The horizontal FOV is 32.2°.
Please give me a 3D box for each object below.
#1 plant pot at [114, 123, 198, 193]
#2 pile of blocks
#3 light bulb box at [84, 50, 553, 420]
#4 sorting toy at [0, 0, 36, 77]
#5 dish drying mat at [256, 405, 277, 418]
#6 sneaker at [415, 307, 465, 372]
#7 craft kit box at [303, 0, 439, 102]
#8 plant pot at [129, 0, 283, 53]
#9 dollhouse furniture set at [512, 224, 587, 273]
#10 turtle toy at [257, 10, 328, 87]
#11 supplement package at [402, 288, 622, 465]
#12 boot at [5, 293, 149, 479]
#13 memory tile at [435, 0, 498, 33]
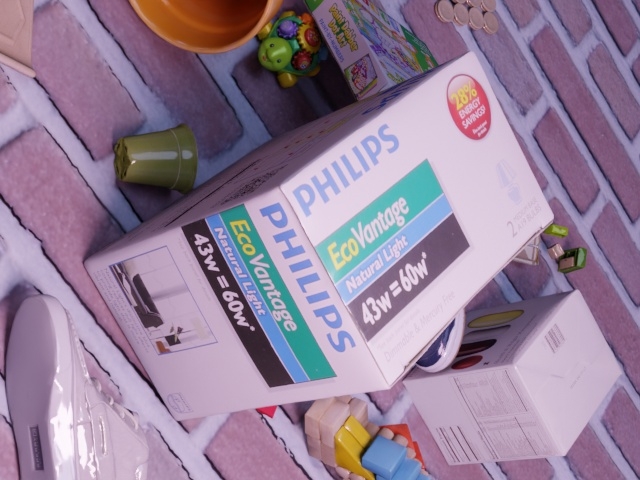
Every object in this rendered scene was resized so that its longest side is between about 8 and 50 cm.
[{"bbox_3d":[-0.196,-0.094,1.292,0.079,0.083,0.083,-4,81,-30],"label":"plant pot"},{"bbox_3d":[0.125,0.314,1.415,0.362,0.149,0.112,54,50,-17],"label":"pile of blocks"},{"bbox_3d":[0.000,0.000,1.241,0.358,0.361,0.225,-39,105,-41],"label":"light bulb box"},{"bbox_3d":[-0.367,-0.292,1.168,0.193,0.038,0.208,25,58,-67],"label":"sorting toy"},{"bbox_3d":[-0.059,0.178,1.381,0.032,0.008,0.083,36,58,-29],"label":"dish drying mat"},{"bbox_3d":[0.111,0.033,1.509,0.153,0.099,0.282,22,58,-42],"label":"sneaker"},{"bbox_3d":[0.102,-0.227,1.502,0.250,0.061,0.246,25,35,-46],"label":"craft kit box"},{"bbox_3d":[-0.115,-0.357,1.361,0.205,0.205,0.188,57,34,-15],"label":"plant pot"},{"bbox_3d":[0.350,0.012,1.786,0.152,0.058,0.076,13,77,-19],"label":"dollhouse furniture set"},{"bbox_3d":[-0.039,-0.257,1.476,0.130,0.066,0.095,-34,101,-42],"label":"turtle toy"},{"bbox_3d":[0.266,0.191,1.538,0.194,0.203,0.149,-40,105,-42],"label":"supplement package"},{"bbox_3d":[-0.249,0.182,1.163,0.123,0.095,0.258,-2,89,-48],"label":"boot"},{"bbox_3d":[0.233,-0.397,1.798,0.148,0.012,0.113,3,76,-41],"label":"memory tile"}]
